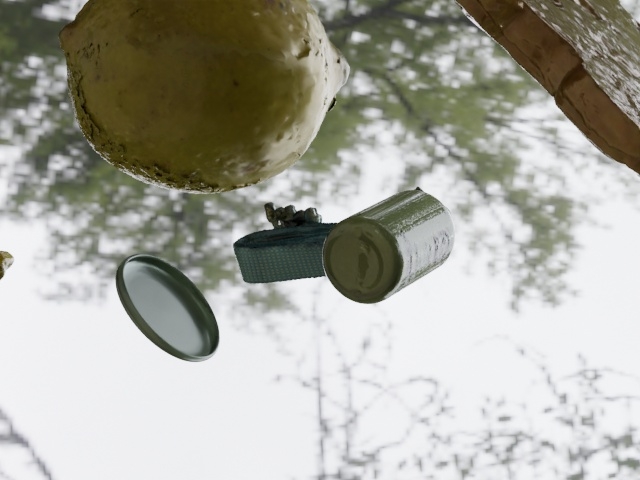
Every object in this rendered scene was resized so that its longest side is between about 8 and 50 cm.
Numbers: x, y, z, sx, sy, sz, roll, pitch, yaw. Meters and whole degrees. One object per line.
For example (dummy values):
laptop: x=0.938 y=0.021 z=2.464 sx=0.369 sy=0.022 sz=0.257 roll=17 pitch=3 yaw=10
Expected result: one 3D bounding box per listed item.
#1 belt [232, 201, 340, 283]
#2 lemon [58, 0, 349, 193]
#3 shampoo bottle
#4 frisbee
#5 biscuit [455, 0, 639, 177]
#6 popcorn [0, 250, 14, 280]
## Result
belt: x=0.001 y=0.004 z=1.683 sx=0.179 sy=0.100 sz=0.065 roll=-1 pitch=-65 yaw=32
lemon: x=-0.121 y=-0.176 z=1.735 sx=0.258 sy=0.310 sz=0.258 roll=-178 pitch=-90 yaw=-73
shampoo bottle: x=0.071 y=-0.001 z=1.462 sx=0.079 sy=0.162 sz=0.079 roll=10 pitch=-71 yaw=29
frisbee: x=-0.128 y=0.057 z=1.379 sx=0.014 sy=0.110 sz=0.110 roll=-41 pitch=-119 yaw=23
biscuit: x=0.178 y=-0.147 z=1.179 sx=0.051 sy=0.269 sz=0.376 roll=-48 pitch=-157 yaw=22
popcorn: x=-0.478 y=0.027 z=1.942 sx=0.190 sy=0.250 sz=0.250 roll=41 pitch=-61 yaw=1
